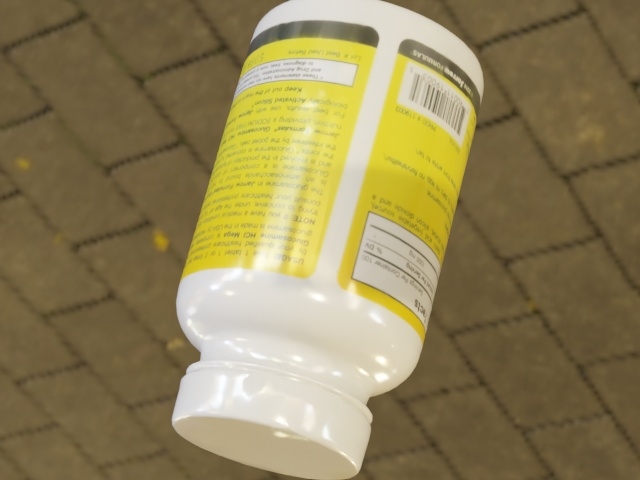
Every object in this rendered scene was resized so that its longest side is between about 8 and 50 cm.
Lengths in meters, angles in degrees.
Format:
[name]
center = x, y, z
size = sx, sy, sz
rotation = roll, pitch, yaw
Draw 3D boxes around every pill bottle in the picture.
[pill bottle]
center = 0.000, 0.000, 1.340
size = 0.188, 0.333, 0.188
rotation = 14, 160, 5
